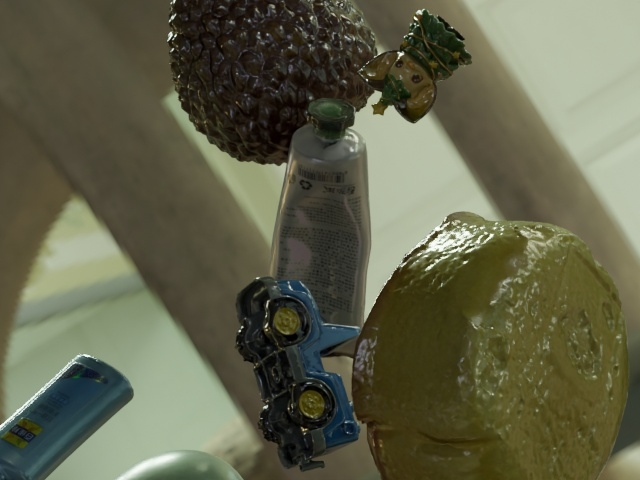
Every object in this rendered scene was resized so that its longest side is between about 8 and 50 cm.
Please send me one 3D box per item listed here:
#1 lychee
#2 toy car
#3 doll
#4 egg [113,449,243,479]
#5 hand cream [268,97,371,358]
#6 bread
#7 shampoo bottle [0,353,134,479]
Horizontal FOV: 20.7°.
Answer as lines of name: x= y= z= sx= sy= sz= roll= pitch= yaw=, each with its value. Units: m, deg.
lychee: x=-0.058 y=-0.203 z=1.981 sx=0.236 sy=0.271 sz=0.236 roll=-43 pitch=12 yaw=11
toy car: x=-0.012 y=0.126 z=1.700 sx=0.100 sy=0.191 sz=0.097 roll=-13 pitch=-11 yaw=-26
doll: x=0.095 y=-0.167 z=1.711 sx=0.113 sy=0.078 sz=0.076 roll=-51 pitch=-12 yaw=16
egg: x=-0.174 y=0.357 z=1.888 sx=0.282 sy=0.203 sz=0.203 roll=-60 pitch=9 yaw=-29
hand cream: x=0.000 y=0.000 z=1.891 sx=0.076 sy=0.121 sz=0.336 roll=-68 pitch=-14 yaw=-52
bread: x=0.141 y=0.111 z=1.415 sx=0.148 sy=0.270 sz=0.270 roll=3 pitch=18 yaw=41
shampoo bottle: x=-0.353 y=0.248 z=2.176 sx=0.258 sy=0.104 sz=0.061 roll=-44 pitch=-41 yaw=-30
